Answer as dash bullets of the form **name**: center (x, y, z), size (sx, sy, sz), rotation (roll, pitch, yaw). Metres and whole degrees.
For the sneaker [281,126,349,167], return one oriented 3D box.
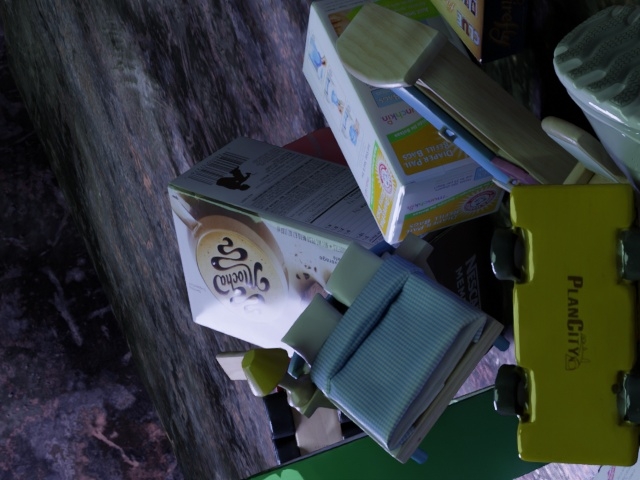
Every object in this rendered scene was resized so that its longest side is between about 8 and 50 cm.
- **sneaker**: center (0.000, -0.001, 1.899), size (0.116, 0.136, 0.314), rotation (-123, 21, -45)

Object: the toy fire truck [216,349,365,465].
- **toy fire truck**: center (-0.035, 0.234, 2.312), size (0.246, 0.158, 0.217), rotation (-113, 10, -63)

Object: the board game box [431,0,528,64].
- **board game box**: center (0.095, -0.279, 1.423), size (0.165, 0.042, 0.243), rotation (88, 157, -46)

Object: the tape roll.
- **tape roll**: center (0.068, 0.198, 1.541), size (0.321, 0.321, 0.077), rotation (142, 109, -74)

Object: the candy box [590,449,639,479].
- **candy box**: center (0.260, 0.233, 1.289), size (0.165, 0.070, 0.196), rotation (97, 169, -59)

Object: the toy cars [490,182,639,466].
- **toy cars**: center (0.242, 0.127, 1.156), size (0.393, 0.176, 0.087), rotation (49, -159, 5)

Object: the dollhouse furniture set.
- **dollhouse furniture set**: center (0.057, 0.019, 1.306), size (0.198, 0.303, 0.286), rotation (36, -179, -26)

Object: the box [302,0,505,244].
- **box**: center (0.076, -0.115, 1.541), size (0.103, 0.114, 0.203), rotation (100, 150, -59)

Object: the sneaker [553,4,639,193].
- **sneaker**: center (0.257, -0.044, 1.089), size (0.115, 0.105, 0.281), rotation (53, -178, -43)

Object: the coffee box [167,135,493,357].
- **coffee box**: center (0.009, 0.025, 1.700), size (0.297, 0.119, 0.168), rotation (18, 130, 35)
